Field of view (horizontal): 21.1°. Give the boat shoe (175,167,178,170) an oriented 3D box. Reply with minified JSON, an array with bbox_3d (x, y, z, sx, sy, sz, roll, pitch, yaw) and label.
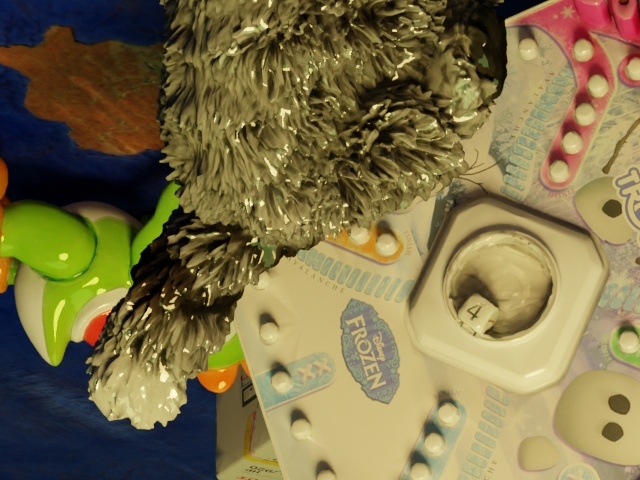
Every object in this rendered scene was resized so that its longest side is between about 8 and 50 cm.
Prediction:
[{"bbox_3d":[0.000,0.000,1.464,0.302,0.094,0.109,51,160,-26],"label":"boat shoe"}]

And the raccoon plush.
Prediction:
[{"bbox_3d":[-0.072,-0.097,1.071,0.216,0.446,0.299,25,176,44],"label":"raccoon plush"}]

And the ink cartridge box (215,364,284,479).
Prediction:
[{"bbox_3d":[0.005,0.167,1.885,0.171,0.168,0.232,11,155,-22],"label":"ink cartridge box"}]

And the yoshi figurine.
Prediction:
[{"bbox_3d":[-0.152,-0.003,1.579,0.362,0.203,0.203,16,120,-2],"label":"yoshi figurine"}]

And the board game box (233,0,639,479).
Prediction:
[{"bbox_3d":[0.126,0.032,1.197,0.390,0.390,0.050,-23,158,10],"label":"board game box"}]
